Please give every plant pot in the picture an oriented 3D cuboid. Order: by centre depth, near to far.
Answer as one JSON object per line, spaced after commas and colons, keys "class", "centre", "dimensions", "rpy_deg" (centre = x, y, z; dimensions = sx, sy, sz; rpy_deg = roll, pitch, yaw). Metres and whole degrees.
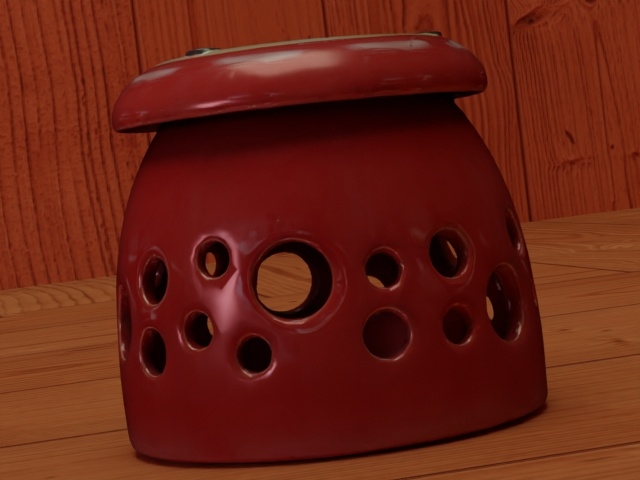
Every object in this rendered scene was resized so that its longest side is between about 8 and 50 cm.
{"class": "plant pot", "centre": [0.000, 0.000, 0.843], "dimensions": [0.191, 0.174, 0.191], "rpy_deg": [-6, 0, 0]}
